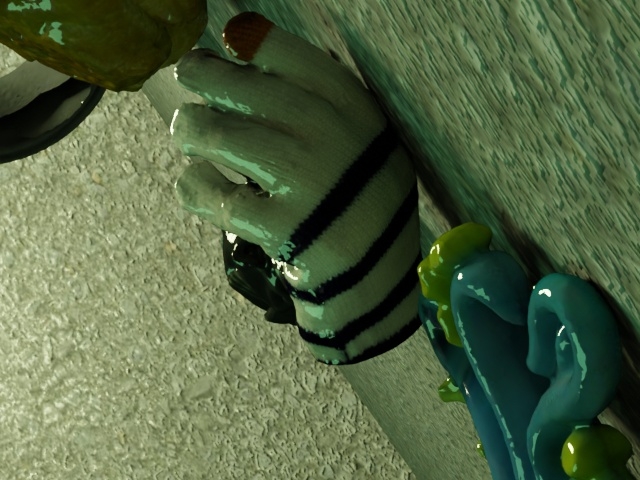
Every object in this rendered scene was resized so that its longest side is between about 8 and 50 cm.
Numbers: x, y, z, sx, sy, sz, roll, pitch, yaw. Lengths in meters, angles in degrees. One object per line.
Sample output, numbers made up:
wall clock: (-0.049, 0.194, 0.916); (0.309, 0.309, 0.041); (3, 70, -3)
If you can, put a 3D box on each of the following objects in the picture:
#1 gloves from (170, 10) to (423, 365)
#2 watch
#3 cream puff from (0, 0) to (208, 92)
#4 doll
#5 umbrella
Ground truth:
gloves: (-0.004, -0.040, 1.084); (0.131, 0.140, 0.218); (17, 131, 51)
watch: (-0.359, -0.267, 1.770); (0.314, 0.327, 0.335); (49, 172, 49)
cream puff: (-0.202, -0.219, 1.346); (0.244, 0.196, 0.244); (52, 177, 5)
doll: (0.141, 0.161, 0.950); (0.341, 0.099, 0.346); (55, 164, 28)
umbrella: (-0.009, -0.009, 1.413); (0.154, 0.128, 0.336); (39, 167, 6)
